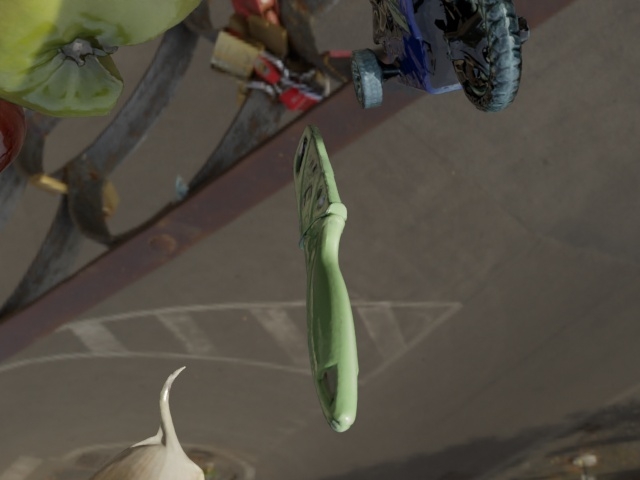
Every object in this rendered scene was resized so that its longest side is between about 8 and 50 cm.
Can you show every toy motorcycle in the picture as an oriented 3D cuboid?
[{"bbox_3d":[0.069,-0.177,0.587,0.113,0.315,0.169,-12,105,-4],"label":"toy motorcycle"}]

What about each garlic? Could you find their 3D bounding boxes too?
[{"bbox_3d":[-0.165,0.262,0.822,0.148,0.266,0.128,42,170,-2],"label":"garlic"}]

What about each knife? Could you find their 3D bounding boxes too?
[{"bbox_3d":[0.002,0.001,0.499,0.020,0.293,0.043,21,115,-16],"label":"knife"}]

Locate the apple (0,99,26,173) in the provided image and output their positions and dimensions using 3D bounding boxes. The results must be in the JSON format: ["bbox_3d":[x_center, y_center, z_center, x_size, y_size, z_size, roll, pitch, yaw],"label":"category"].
[{"bbox_3d":[-0.493,-0.142,1.112,0.234,0.234,0.234,0,143,0],"label":"apple"}]

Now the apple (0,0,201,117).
[{"bbox_3d":[-0.245,-0.262,0.771,0.295,0.257,0.233,-32,149,28],"label":"apple"}]
